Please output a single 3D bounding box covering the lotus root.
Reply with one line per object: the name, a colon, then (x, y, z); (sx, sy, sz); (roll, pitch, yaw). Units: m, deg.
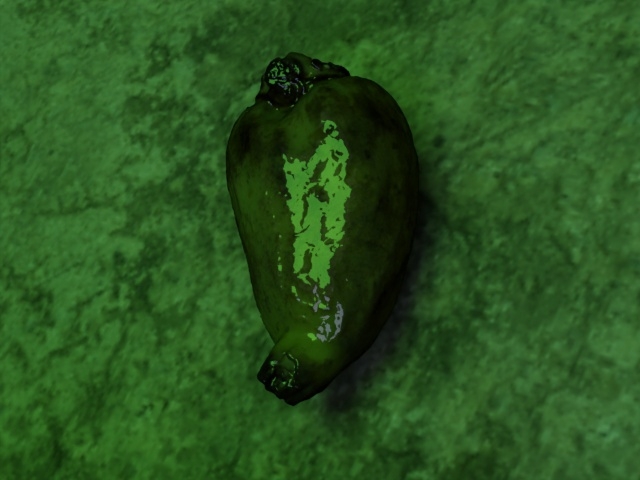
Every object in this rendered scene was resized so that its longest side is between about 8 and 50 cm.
lotus root: (0.000, 0.000, 0.881); (0.108, 0.094, 0.191); (-23, 61, 43)
